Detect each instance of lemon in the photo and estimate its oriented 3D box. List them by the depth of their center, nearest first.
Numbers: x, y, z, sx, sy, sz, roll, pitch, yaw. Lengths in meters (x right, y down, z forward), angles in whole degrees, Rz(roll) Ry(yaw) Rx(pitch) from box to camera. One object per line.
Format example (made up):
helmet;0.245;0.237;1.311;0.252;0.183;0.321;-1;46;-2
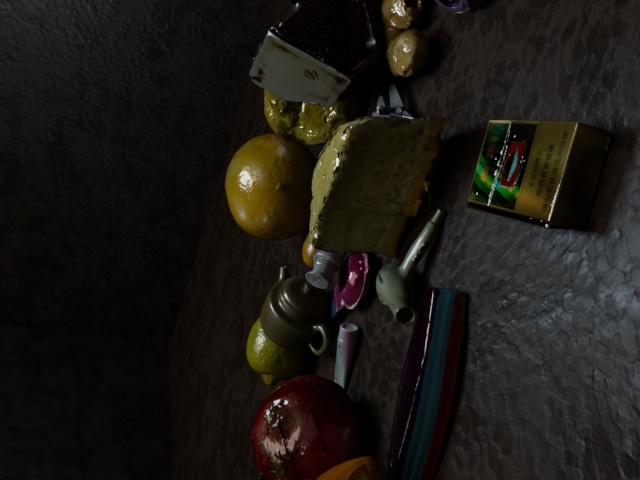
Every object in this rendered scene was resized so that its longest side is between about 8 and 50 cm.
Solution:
lemon;-0.117;0.292;1.903;0.184;0.184;0.249;134;152;-55

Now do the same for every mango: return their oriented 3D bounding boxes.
mango;0.062;0.535;1.308;0.201;0.199;0.350;-59;-6;-30
mango;0.001;0.002;1.884;0.111;0.089;0.163;-5;66;70

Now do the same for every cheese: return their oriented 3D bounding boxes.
cheese;0.072;0.114;1.668;0.244;0.062;0.155;122;154;-48

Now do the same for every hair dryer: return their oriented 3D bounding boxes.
hair dryer;0.185;0.073;1.339;0.225;0.088;0.219;-55;15;36

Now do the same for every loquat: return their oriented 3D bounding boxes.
loquat;-0.116;-0.157;2.010;0.359;0.328;0.329;6;82;27

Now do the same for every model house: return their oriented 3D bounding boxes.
model house;0.015;-0.510;1.739;0.283;0.297;0.317;-54;5;-22

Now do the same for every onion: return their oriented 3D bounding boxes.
onion;-0.033;0.441;1.499;0.276;0.276;0.277;-168;90;-70

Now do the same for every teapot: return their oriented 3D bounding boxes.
teapot;-0.049;0.185;1.783;0.268;0.185;0.175;54;138;29

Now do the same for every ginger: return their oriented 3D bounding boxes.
ginger;0.196;-0.547;1.659;0.348;0.121;0.364;164;110;-70

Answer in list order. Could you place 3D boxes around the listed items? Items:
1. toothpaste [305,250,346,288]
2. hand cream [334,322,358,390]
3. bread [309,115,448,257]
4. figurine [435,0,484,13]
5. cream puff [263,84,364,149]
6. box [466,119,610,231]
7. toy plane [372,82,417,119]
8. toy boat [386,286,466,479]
toothpaste;0.052;-0.014;1.691;0.299;0.073;0.114;-62;8;-31
hand cream;0.058;0.291;1.643;0.076;0.047;0.174;-130;46;-65
bread;0.119;-0.103;1.398;0.315;0.248;0.279;163;112;-82
figurine;0.305;-0.540;1.365;0.157;0.126;0.114;-43;61;-3
cream puff;-0.027;-0.435;1.951;0.274;0.269;0.323;-61;30;29
box;0.338;-0.109;1.063;0.240;0.071;0.160;-151;71;-69
toy plane;0.179;-0.265;1.548;0.267;0.088;0.213;-146;69;-69
toy boat;0.195;0.280;1.238;0.136;0.079;0.393;179;105;-70
